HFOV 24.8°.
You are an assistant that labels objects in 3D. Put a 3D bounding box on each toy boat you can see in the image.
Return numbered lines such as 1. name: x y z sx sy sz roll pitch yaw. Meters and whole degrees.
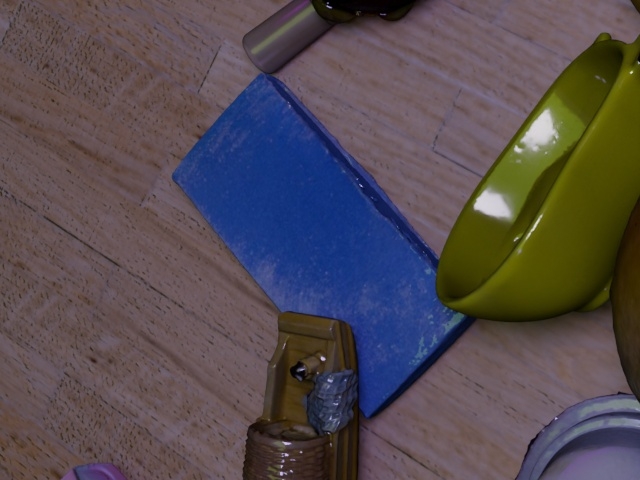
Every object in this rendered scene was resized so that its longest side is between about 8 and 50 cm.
1. toy boat: -0.021 0.215 1.259 0.089 0.115 0.310 13 104 31

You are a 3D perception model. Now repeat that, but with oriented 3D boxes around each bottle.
1. bottle: -0.024 -0.199 1.363 0.096 0.045 0.045 -34 71 18

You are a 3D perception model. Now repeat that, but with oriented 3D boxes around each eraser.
1. eraser: 0.000 0.000 1.333 0.144 0.043 0.312 -48 67 16

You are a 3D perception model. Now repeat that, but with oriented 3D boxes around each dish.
1. dish: 0.208 -0.033 1.171 0.108 0.221 0.262 33 93 -10

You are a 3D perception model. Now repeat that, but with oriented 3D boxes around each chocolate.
1. chocolate: 0.224 0.223 1.142 0.221 0.147 0.221 -1 87 30

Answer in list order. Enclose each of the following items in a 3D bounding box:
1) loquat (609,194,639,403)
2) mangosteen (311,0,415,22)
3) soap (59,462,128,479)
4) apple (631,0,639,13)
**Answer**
1. loquat: 0.354 0.037 1.033 0.276 0.276 0.283 34 118 25
2. mangosteen: 0.044 -0.259 1.286 0.153 0.152 0.152 -3 84 27
3. soap: -0.197 0.273 1.377 0.149 0.100 0.056 44 103 24
4. apple: 0.315 -0.234 1.129 0.182 0.155 0.182 -3 84 29
